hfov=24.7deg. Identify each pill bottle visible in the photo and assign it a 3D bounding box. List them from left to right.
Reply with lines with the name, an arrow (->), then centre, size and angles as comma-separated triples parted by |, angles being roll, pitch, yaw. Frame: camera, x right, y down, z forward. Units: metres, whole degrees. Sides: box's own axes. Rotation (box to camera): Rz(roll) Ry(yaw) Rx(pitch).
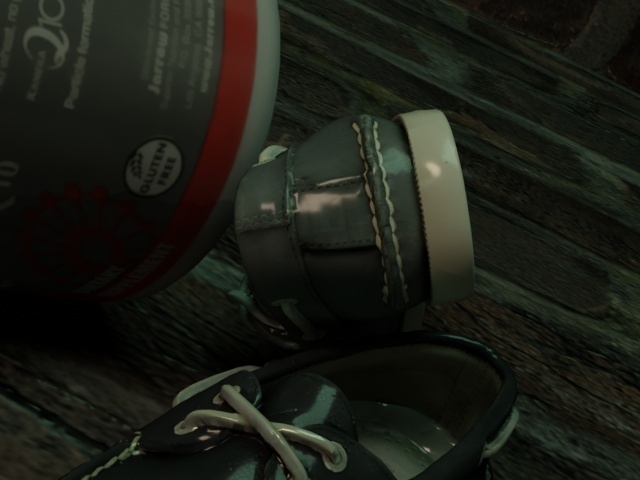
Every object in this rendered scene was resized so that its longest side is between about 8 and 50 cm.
pill bottle -> -0.214, -0.094, 0.607 | 0.363, 0.210, 0.210 | 10, 24, -40

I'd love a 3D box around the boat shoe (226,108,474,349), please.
boat shoe -> 0.000, 0.000, 0.719 | 0.099, 0.116, 0.319 | -10, -4, -6

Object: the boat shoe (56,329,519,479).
boat shoe -> -0.017, 0.089, 0.561 | 0.114, 0.091, 0.302 | 33, 19, 20
